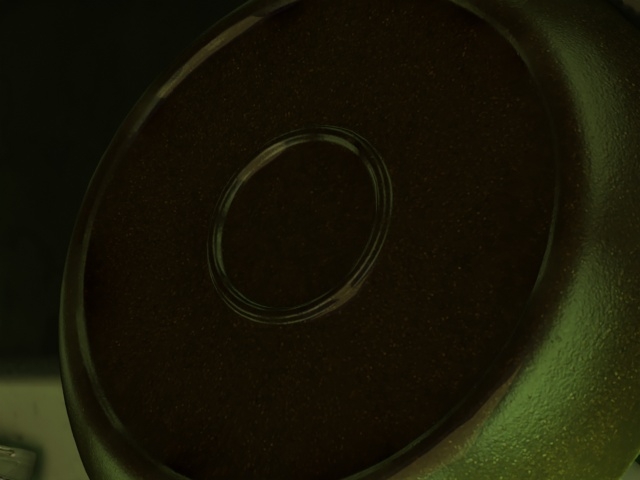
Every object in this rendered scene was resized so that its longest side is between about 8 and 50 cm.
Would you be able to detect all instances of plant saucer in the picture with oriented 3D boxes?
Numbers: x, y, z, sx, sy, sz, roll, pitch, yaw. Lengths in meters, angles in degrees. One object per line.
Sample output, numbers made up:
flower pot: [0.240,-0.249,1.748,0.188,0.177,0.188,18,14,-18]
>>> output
plant saucer: [0.000,0.000,0.483,0.311,0.050,0.310,-13,62,26]

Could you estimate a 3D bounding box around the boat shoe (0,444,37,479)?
boat shoe: [-0.210,0.123,0.688,0.100,0.035,0.035,13,74,29]

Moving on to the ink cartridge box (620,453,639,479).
ink cartridge box: [0.118,0.084,0.467,0.171,0.056,0.235,40,94,17]
